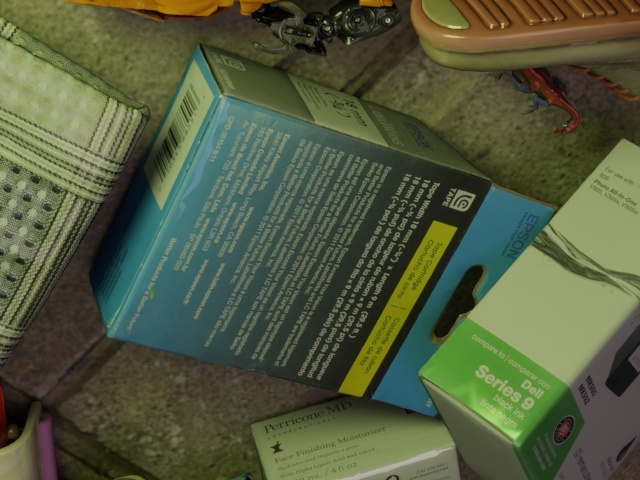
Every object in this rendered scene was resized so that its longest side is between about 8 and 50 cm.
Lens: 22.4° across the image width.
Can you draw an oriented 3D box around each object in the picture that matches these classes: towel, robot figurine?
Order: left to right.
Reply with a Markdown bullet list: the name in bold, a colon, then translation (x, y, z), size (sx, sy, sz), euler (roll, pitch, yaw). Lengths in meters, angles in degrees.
- **towel**: translation (-0.342, -0.053, 1.264), size (0.324, 0.056, 0.312), euler (29, 109, -13)
- **robot figurine**: translation (-0.053, -0.252, 1.257), size (0.291, 0.085, 0.211), euler (1, 120, -17)

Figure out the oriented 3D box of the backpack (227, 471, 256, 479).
- **backpack**: translation (-0.103, 0.313, 1.544), size (0.117, 0.158, 0.173), euler (0, 108, 4)

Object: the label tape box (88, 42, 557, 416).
- **label tape box**: translation (0.000, 0.000, 1.411), size (0.333, 0.106, 0.241), euler (17, 114, -27)

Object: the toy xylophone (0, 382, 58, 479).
- **toy xylophone**: translation (-0.387, 0.206, 1.432), size (0.322, 0.081, 0.236), euler (0, 119, -16)

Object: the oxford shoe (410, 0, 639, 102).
- **oxford shoe**: translation (0.257, -0.168, 1.357), size (0.397, 0.140, 0.146), euler (-7, 133, -19)

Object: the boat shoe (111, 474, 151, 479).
- **boat shoe**: translation (-0.229, 0.309, 1.545), size (0.095, 0.095, 0.257), euler (46, 110, 7)

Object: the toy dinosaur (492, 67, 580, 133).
- **toy dinosaur**: translation (0.192, -0.128, 1.414), size (0.082, 0.090, 0.047), euler (40, 94, 13)

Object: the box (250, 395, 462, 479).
- **box**: translation (0.043, 0.254, 1.569), size (0.181, 0.119, 0.182), euler (-16, 123, -7)

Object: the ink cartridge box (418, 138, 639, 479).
- **ink cartridge box**: translation (0.242, 0.086, 1.438), size (0.289, 0.121, 0.211), euler (-48, 146, -12)
